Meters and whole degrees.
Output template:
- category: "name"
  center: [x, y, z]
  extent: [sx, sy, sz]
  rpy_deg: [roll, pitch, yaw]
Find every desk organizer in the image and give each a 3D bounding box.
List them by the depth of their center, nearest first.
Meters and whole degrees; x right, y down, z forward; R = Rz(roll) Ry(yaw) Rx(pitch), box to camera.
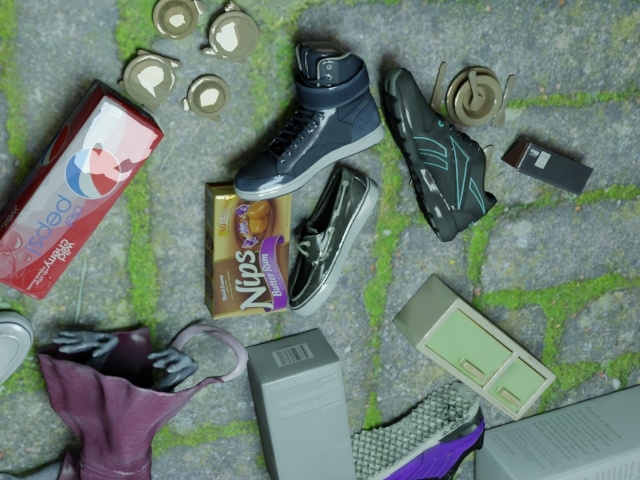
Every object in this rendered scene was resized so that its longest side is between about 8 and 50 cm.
- category: "desk organizer"
  center: [0.341, -0.114, 1.339]
  extent: [0.130, 0.050, 0.047]
  rpy_deg: [17, 106, -28]

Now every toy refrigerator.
- category: "toy refrigerator"
  center: [0.250, 0.176, 1.414]
  extent: [0.269, 0.094, 0.102]
  rpy_deg: [38, 96, -32]

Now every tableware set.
- category: "tableware set"
  center: [-0.160, -0.227, 1.104]
  extent: [0.141, 0.020, 0.168]
  rpy_deg: [20, 106, -26]
- category: "tableware set"
  center: [0.212, -0.150, 1.277]
  extent: [0.128, 0.039, 0.194]
  rpy_deg: [5, 112, -24]

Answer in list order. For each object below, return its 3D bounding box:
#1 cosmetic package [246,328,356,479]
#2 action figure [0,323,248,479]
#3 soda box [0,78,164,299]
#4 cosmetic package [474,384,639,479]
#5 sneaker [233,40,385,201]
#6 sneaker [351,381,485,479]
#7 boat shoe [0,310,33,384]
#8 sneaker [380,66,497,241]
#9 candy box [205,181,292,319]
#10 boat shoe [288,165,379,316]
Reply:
- category: "cosmetic package"
  center: [-0.028, 0.268, 1.343]
  extent: [0.127, 0.107, 0.238]
  rpy_deg: [-14, 121, -16]
- category: "action figure"
  center: [-0.284, 0.293, 1.232]
  extent: [0.276, 0.248, 0.370]
  rpy_deg: [-16, 121, -45]
- category: "soda box"
  center: [-0.308, -0.060, 1.085]
  extent: [0.092, 0.083, 0.263]
  rpy_deg: [33, 98, -31]
- category: "cosmetic package"
  center: [0.508, 0.418, 1.592]
  extent: [0.453, 0.161, 0.230]
  rpy_deg: [-11, 117, -17]
- category: "sneaker"
  center: [-0.030, -0.160, 1.138]
  extent: [0.226, 0.086, 0.163]
  rpy_deg: [-31, 133, -17]
- category: "sneaker"
  center: [0.150, 0.365, 1.458]
  extent: [0.293, 0.102, 0.146]
  rpy_deg: [-27, 122, -8]
- category: "boat shoe"
  center: [-0.472, 0.197, 1.138]
  extent: [0.258, 0.084, 0.095]
  rpy_deg: [-42, 121, 1]
- category: "sneaker"
  center: [0.161, -0.128, 1.223]
  extent: [0.106, 0.101, 0.267]
  rpy_deg: [-25, 120, 2]
- category: "candy box"
  center: [-0.100, 0.012, 1.221]
  extent: [0.109, 0.053, 0.186]
  rpy_deg: [-5, 114, -20]
- category: "boat shoe"
  center: [0.000, 0.000, 1.246]
  extent: [0.070, 0.078, 0.219]
  rpy_deg: [24, 95, -30]
